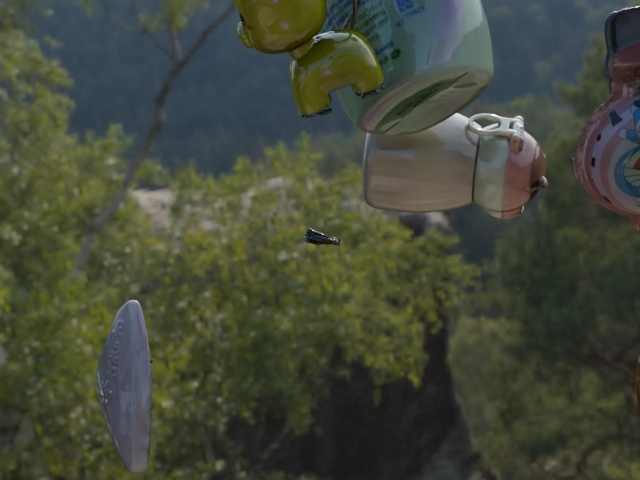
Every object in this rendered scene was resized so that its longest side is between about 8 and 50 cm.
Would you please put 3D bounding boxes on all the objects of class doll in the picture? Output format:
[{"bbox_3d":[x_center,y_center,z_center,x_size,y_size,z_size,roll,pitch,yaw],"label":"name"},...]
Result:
[{"bbox_3d":[-0.025,-0.242,1.396,0.135,0.220,0.143,-24,26,9],"label":"doll"}]

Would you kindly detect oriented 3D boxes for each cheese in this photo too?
[{"bbox_3d":[0.363,-0.128,1.417,0.189,0.286,0.074,-9,36,6],"label":"cheese"}]

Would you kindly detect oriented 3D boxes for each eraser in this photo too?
[{"bbox_3d":[-0.305,0.242,2.026,0.059,0.243,0.204,2,-33,-22],"label":"eraser"}]

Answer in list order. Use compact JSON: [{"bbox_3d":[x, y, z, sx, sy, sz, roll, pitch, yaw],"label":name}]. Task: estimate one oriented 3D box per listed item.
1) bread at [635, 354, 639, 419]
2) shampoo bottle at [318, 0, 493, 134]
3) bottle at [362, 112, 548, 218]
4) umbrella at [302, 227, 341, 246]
[{"bbox_3d":[0.410,0.187,1.325,0.158,0.143,0.149,-11,55,4],"label":"bread"},{"bbox_3d":[0.075,-0.314,1.592,0.151,0.349,0.222,-4,-22,-40],"label":"shampoo bottle"},{"bbox_3d":[0.181,-0.102,1.724,0.237,0.147,0.147,8,16,10],"label":"bottle"},{"bbox_3d":[0.002,-0.002,1.881,0.083,0.031,0.020,6,44,51],"label":"umbrella"}]
